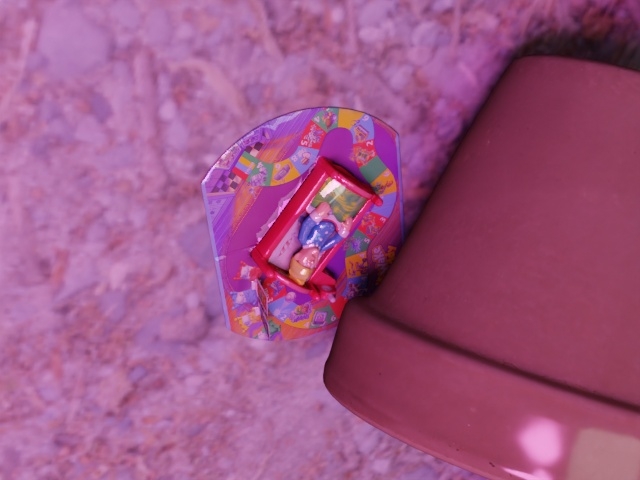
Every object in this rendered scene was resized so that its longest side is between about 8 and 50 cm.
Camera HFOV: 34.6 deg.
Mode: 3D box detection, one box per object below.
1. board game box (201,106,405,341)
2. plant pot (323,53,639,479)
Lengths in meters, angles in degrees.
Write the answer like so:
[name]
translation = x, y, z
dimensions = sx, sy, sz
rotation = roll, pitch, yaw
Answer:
[board game box]
translation = 0.000, 0.000, 0.650
dimensions = 0.133, 0.033, 0.169
rotation = -17, 125, -17
[plant pot]
translation = 0.158, 0.018, 0.627
dimensions = 0.263, 0.263, 0.229
rotation = 15, 95, -33
